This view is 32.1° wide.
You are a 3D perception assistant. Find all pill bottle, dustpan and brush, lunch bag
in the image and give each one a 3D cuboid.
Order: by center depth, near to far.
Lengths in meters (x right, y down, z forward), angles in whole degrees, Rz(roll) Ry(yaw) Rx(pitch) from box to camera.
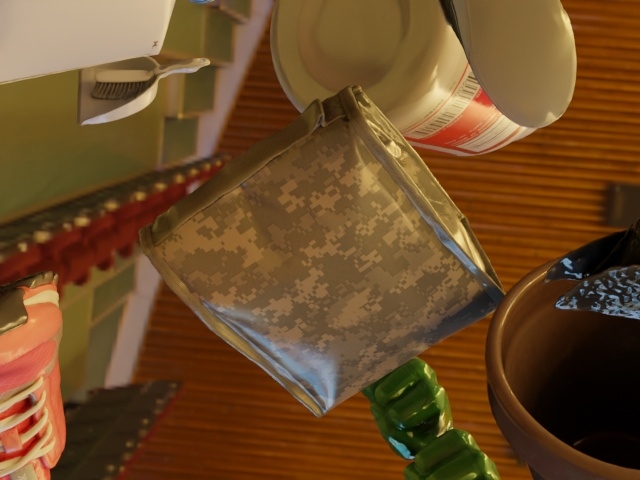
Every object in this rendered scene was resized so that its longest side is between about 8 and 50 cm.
[{"bbox_3d":[0.000,0.000,1.045,0.287,0.235,0.169,46,16,-42],"label":"lunch bag"},{"bbox_3d":[0.139,-0.220,1.323,0.408,0.229,0.229,2,93,-59],"label":"pill bottle"},{"bbox_3d":[-0.277,-0.253,1.736,0.060,0.211,0.147,91,-8,-47],"label":"dustpan and brush"}]

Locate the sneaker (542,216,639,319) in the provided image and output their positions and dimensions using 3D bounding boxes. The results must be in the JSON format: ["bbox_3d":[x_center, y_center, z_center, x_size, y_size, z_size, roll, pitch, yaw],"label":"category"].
[{"bbox_3d":[0.238,0.018,0.717,0.051,0.170,0.089,-101,-153,-42],"label":"sneaker"}]

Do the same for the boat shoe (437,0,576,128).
[{"bbox_3d":[0.126,-0.188,0.832,0.070,0.078,0.219,-112,179,-86],"label":"boat shoe"}]

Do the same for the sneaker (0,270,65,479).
[{"bbox_3d":[-0.216,0.113,0.775,0.136,0.116,0.314,67,-16,8],"label":"sneaker"}]

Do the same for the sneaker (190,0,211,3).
[{"bbox_3d":[-0.131,-0.401,1.477,0.188,0.067,0.078,-63,156,-24],"label":"sneaker"}]

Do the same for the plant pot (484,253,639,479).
[{"bbox_3d":[0.287,0.172,1.035,0.229,0.263,0.263,80,12,-45],"label":"plant pot"}]

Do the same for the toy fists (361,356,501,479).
[{"bbox_3d":[0.127,0.235,1.263,0.279,0.096,0.142,60,-8,37],"label":"toy fists"}]

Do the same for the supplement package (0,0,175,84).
[{"bbox_3d":[-0.316,-0.328,1.357,0.262,0.145,0.204,-21,149,-40],"label":"supplement package"}]
